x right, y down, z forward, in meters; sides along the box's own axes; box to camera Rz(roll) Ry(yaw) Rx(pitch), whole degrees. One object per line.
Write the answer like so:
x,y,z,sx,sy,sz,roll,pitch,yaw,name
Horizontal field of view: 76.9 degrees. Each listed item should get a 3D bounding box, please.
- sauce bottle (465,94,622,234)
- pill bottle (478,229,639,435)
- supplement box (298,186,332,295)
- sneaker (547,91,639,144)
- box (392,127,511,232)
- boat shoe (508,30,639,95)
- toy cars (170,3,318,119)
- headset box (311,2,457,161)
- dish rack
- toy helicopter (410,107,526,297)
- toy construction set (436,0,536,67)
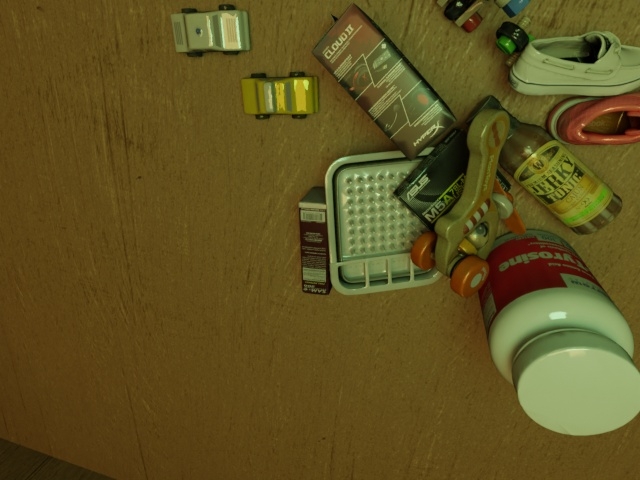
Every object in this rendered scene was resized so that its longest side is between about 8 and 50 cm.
0.445,-0.154,0.821,0.344,0.111,0.111,38,118,-3,sauce bottle
0.442,0.153,0.790,0.228,0.408,0.229,6,115,13,pill bottle
0.000,0.000,1.004,0.073,0.130,0.240,5,116,13,supplement box
0.600,-0.218,0.733,0.313,0.136,0.116,-6,113,18,sneaker
0.285,-0.109,0.871,0.184,0.045,0.191,40,100,-24,box
0.472,-0.320,0.706,0.267,0.096,0.088,-1,152,-2,boat shoe
-0.180,-0.394,0.902,0.393,0.087,0.176,41,117,-5,toy cars
0.120,-0.314,0.779,0.293,0.218,0.110,46,115,-7,headset box
0.152,-0.045,0.936,0.284,0.072,0.334,-7,113,-5,dish rack
0.316,-0.079,0.785,0.140,0.234,0.356,39,142,45,toy helicopter
0.290,-0.505,0.662,0.308,0.257,0.237,43,107,12,toy construction set
